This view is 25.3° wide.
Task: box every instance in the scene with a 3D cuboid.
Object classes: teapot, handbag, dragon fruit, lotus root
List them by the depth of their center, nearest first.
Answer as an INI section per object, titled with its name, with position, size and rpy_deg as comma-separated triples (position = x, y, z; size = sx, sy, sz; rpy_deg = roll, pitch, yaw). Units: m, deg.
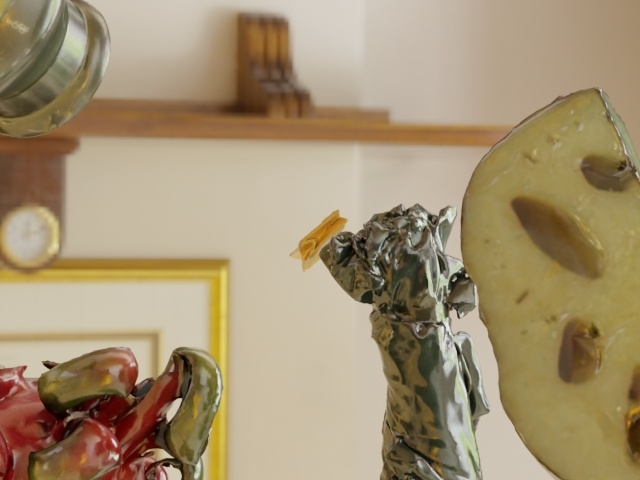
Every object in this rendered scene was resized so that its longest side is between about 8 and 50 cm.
[teapot]
position = -0.196, -0.138, 0.824
size = 0.130, 0.165, 0.119
rpy_deg = -33, 145, 12
[dragon fruit]
position = -0.193, 0.171, 0.944
size = 0.218, 0.198, 0.273
rpy_deg = 39, 141, -7
[lotus root]
position = 0.201, 0.065, 0.958
size = 0.149, 0.267, 0.260
rpy_deg = -24, 163, 16
[handbag]
position = 0.000, 0.000, 1.504
size = 0.061, 0.027, 0.083
rpy_deg = -42, 177, -15

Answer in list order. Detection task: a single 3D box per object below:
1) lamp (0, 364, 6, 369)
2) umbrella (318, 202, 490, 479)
[lamp]
position = -0.318, 0.160, 1.226
size = 0.157, 0.135, 0.156
rpy_deg = 35, 173, 15
[umbrella]
position = 0.087, 0.143, 1.187
size = 0.143, 0.349, 0.094
rpy_deg = -13, 180, -35
